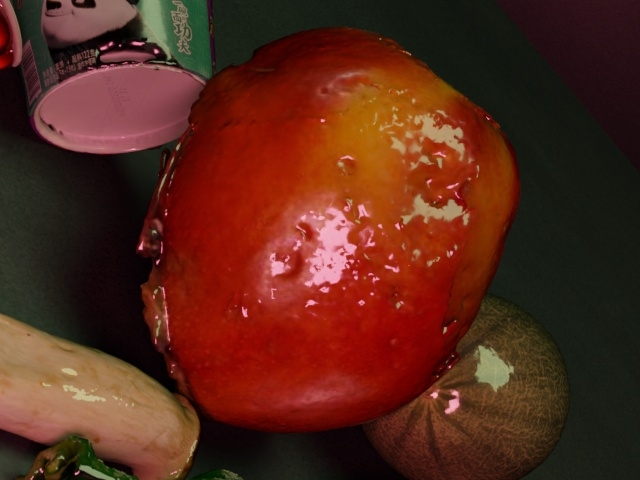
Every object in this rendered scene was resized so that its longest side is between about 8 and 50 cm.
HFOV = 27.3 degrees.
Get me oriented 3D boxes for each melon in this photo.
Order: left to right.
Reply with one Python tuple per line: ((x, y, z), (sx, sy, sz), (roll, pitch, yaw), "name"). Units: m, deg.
((0.165, 0.176, 1.520), (0.237, 0.237, 0.301), (64, 18, 16), "melon")

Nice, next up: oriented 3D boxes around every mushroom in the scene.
((-0.226, 0.131, 1.138), (0.312, 0.081, 0.100), (30, 36, -37), "mushroom")

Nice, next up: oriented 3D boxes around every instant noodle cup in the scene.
((-0.218, -0.215, 1.373), (0.251, 0.251, 0.190), (16, 56, -50), "instant noodle cup")

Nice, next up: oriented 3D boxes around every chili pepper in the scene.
((-0.138, 0.233, 1.137), (0.253, 0.099, 0.083), (22, 35, -32), "chili pepper")

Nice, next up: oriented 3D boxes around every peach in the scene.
((0.000, 0.000, 1.314), (0.353, 0.416, 0.339), (45, 2, 33), "peach")

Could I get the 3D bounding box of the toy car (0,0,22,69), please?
((-0.368, -0.208, 1.265), (0.112, 0.139, 0.112), (-38, 137, -32), "toy car")
